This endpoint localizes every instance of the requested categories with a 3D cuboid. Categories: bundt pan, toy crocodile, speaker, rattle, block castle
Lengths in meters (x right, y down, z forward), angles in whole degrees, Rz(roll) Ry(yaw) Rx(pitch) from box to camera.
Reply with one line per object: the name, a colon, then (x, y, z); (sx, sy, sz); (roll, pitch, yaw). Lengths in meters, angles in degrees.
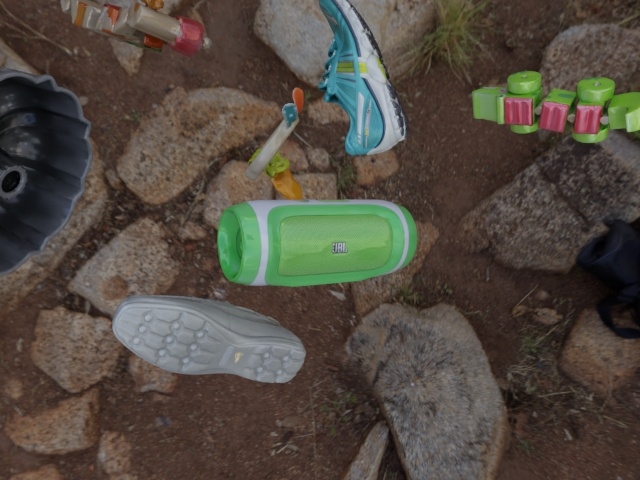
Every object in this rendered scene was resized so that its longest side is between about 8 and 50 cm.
bundt pan: (-0.503, -0.109, 0.794); (0.124, 0.331, 0.330); (25, 81, 10)
toy crocodile: (0.463, -0.260, 1.070); (0.341, 0.115, 0.105); (17, 44, 33)
speaker: (0.000, 0.000, 0.829); (0.297, 0.131, 0.131); (-3, 71, -29)
rattle: (-0.051, -0.178, 1.061); (0.143, 0.130, 0.199); (46, 117, 2)
block castle: (-0.420, -0.625, 1.301); (0.453, 0.213, 0.303); (27, 103, 39)

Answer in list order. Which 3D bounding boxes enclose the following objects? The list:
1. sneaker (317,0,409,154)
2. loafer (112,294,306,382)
sneaker: (0.043, -0.262, 0.829); (0.110, 0.107, 0.275); (-21, 79, 17)
loafer: (-0.170, 0.147, 0.845); (0.112, 0.319, 0.111); (-58, 35, 9)
